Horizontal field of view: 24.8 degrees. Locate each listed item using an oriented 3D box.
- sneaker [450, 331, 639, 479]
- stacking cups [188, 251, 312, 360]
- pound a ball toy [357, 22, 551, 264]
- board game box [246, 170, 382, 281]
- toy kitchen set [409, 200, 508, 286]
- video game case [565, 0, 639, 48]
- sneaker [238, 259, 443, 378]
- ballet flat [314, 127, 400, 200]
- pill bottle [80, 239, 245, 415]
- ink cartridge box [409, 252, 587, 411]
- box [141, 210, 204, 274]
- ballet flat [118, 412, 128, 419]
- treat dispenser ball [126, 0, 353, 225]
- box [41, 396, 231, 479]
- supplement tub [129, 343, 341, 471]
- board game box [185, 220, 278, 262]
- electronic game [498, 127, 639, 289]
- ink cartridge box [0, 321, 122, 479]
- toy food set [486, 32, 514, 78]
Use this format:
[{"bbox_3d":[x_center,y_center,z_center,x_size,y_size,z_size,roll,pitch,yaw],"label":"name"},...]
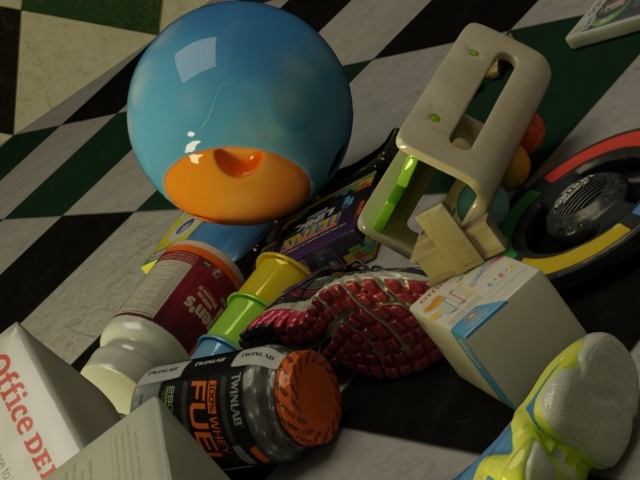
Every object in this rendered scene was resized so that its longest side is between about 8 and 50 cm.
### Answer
[{"bbox_3d":[0.146,0.166,1.101,0.126,0.091,0.240,-14,32,50],"label":"sneaker"},{"bbox_3d":[-0.120,0.155,1.596,0.096,0.096,0.316,-7,39,55],"label":"stacking cups"},{"bbox_3d":[0.151,-0.081,1.561,0.319,0.136,0.208,-56,-7,-51],"label":"pound a ball toy"},{"bbox_3d":[0.000,0.000,1.779,0.170,0.048,0.141,-28,21,28],"label":"board game box"},{"bbox_3d":[0.119,-0.018,1.315,0.083,0.068,0.075,-28,21,29],"label":"toy kitchen set"},{"bbox_3d":[0.411,-0.311,1.785,0.190,0.022,0.173,-9,35,54],"label":"video game case"},{"bbox_3d":[0.035,0.066,1.470,0.299,0.121,0.112,-14,29,50],"label":"sneaker"},{"bbox_3d":[0.052,-0.099,1.902,0.173,0.049,0.057,-27,23,31],"label":"ballet flat"},{"bbox_3d":[-0.188,0.110,1.754,0.121,0.121,0.221,-18,28,43],"label":"pill bottle"},{"bbox_3d":[0.153,0.073,1.291,0.092,0.090,0.143,-41,20,-9],"label":"ink cartridge box"},{"bbox_3d":[-0.188,-0.001,2.114,0.105,0.043,0.179,-22,27,39],"label":"box"},{"bbox_3d":[-0.194,0.222,1.628,0.114,0.041,0.041,16,50,28],"label":"ballet flat"},{"bbox_3d":[-0.103,-0.161,1.860,0.288,0.288,0.288,-33,20,14],"label":"treat dispenser ball"},{"bbox_3d":[-0.195,0.328,1.150,0.345,0.215,0.168,-38,20,3],"label":"box"},{"bbox_3d":[-0.082,0.166,1.433,0.190,0.117,0.117,-14,30,31],"label":"supplement tub"},{"bbox_3d":[-0.121,0.005,1.986,0.169,0.033,0.133,-4,41,47],"label":"board game box"},{"bbox_3d":[0.258,-0.031,1.402,0.229,0.048,0.229,-34,20,14],"label":"electronic game"},{"bbox_3d":[-0.350,0.313,1.380,0.395,0.166,0.285,-39,47,-1],"label":"ink cartridge box"},{"bbox_3d":[0.216,-0.222,1.938,0.122,0.019,0.078,-41,18,16],"label":"toy food set"}]
